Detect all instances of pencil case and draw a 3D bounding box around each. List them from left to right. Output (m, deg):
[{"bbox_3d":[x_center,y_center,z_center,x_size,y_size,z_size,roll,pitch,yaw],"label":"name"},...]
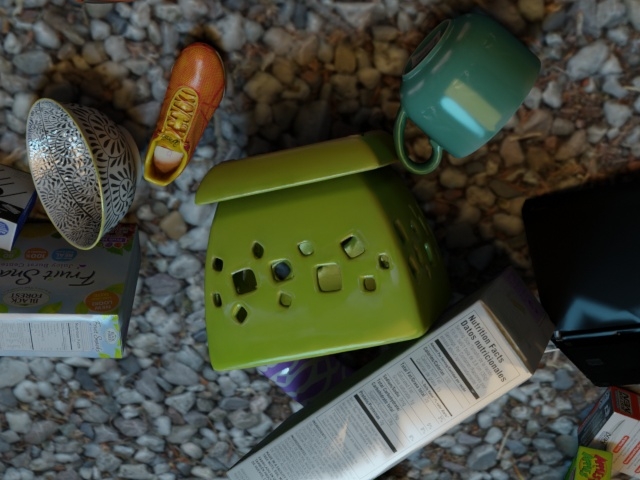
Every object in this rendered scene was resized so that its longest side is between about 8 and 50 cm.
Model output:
[{"bbox_3d":[-0.031,0.139,1.486,0.088,0.086,0.206,-46,113,0],"label":"pencil case"}]

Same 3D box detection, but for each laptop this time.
[{"bbox_3d":[0.382,0.054,1.385,0.234,0.137,0.264,-9,150,30],"label":"laptop"}]

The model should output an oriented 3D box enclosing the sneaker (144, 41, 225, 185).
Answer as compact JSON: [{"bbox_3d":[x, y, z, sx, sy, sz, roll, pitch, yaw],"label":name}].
[{"bbox_3d":[-0.145,-0.132,1.315,0.064,0.067,0.175,18,124,-4],"label":"sneaker"}]

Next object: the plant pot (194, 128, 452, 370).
[{"bbox_3d":[0.000,0.000,1.281,0.228,0.227,0.207,-10,94,14],"label":"plant pot"}]

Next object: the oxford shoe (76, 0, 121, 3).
[{"bbox_3d":[-0.107,-0.337,1.157,0.363,0.130,0.133,-24,86,29],"label":"oxford shoe"}]

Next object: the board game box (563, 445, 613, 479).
[{"bbox_3d":[0.324,0.341,1.538,0.043,0.092,0.181,12,147,6],"label":"board game box"}]

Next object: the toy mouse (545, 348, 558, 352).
[{"bbox_3d":[0.229,0.127,1.473,0.143,0.031,0.161,13,125,-2],"label":"toy mouse"}]

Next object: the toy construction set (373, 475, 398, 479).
[{"bbox_3d":[0.067,0.480,1.651,0.237,0.257,0.309,-33,95,39],"label":"toy construction set"}]

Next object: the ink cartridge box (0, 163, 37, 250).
[{"bbox_3d":[-0.432,-0.063,1.379,0.207,0.097,0.046,18,125,-7],"label":"ink cartridge box"}]

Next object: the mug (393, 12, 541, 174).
[{"bbox_3d":[0.134,-0.152,1.215,0.097,0.158,0.129,39,159,-13],"label":"mug"}]

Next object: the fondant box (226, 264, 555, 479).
[{"bbox_3d":[0.084,0.169,1.314,0.330,0.238,0.096,-35,87,17],"label":"fondant box"}]

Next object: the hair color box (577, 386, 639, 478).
[{"bbox_3d":[0.418,0.252,1.526,0.167,0.053,0.093,20,127,-8],"label":"hair color box"}]

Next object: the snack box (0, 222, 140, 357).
[{"bbox_3d":[-0.318,0.054,1.390,0.207,0.174,0.070,0,126,1],"label":"snack box"}]

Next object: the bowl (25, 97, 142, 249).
[{"bbox_3d":[-0.248,-0.083,1.337,0.170,0.080,0.170,30,131,42],"label":"bowl"}]
